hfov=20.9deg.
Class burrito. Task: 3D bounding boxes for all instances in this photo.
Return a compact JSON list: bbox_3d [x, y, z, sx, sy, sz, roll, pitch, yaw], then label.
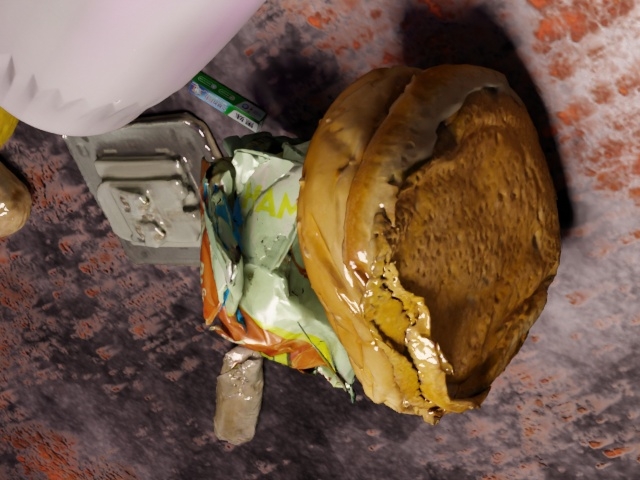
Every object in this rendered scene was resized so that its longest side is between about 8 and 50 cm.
[{"bbox_3d":[-0.099,0.189,2.074,0.058,0.045,0.188,32,145,18],"label":"burrito"}]

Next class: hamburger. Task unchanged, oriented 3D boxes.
[{"bbox_3d":[0.091,-0.006,1.523,0.158,0.318,0.318,2,130,34],"label":"hamburger"},{"bbox_3d":[0.001,-0.008,1.635,0.150,0.276,0.260,-27,121,33],"label":"hamburger"}]

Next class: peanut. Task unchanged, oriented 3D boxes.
[{"bbox_3d":[-0.431,-0.092,2.016,0.228,0.085,0.104,41,133,-2],"label":"peanut"}]

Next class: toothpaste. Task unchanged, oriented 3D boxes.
[{"bbox_3d":[-0.094,-0.140,1.751,0.083,0.017,0.020,32,142,8],"label":"toothpaste"}]

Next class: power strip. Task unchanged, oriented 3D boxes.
[{"bbox_3d":[-0.181,-0.038,1.888,0.213,0.064,0.198,-1,126,41],"label":"power strip"}]

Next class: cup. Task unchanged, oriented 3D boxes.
[{"bbox_3d":[-0.164,-0.257,1.500,0.253,0.253,0.371,41,145,-4],"label":"cup"}]

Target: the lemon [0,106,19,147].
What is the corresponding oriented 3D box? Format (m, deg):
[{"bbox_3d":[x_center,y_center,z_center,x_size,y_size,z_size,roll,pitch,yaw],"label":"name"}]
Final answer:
[{"bbox_3d":[-0.429,-0.186,1.786,0.267,0.267,0.267,22,140,20],"label":"lemon"}]
